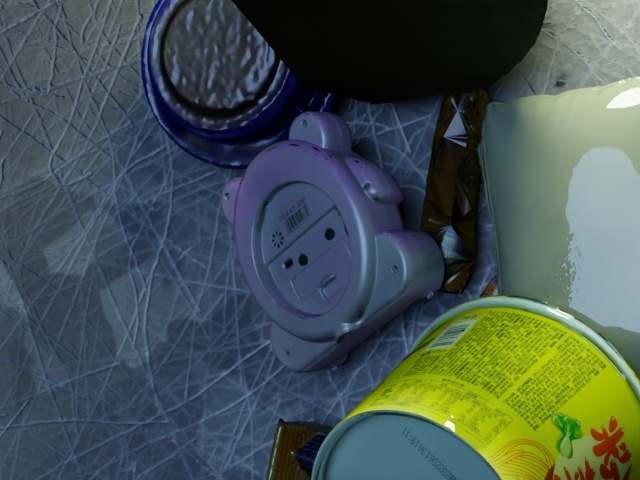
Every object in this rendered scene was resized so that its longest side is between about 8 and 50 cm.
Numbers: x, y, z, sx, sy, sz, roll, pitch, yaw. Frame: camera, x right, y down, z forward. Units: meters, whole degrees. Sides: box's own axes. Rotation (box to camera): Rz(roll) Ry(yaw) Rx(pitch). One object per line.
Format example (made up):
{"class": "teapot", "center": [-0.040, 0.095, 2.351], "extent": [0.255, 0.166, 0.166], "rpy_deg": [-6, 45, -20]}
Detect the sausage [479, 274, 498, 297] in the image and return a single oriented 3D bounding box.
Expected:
{"class": "sausage", "center": [0.174, 0.090, 1.398], "extent": [0.034, 0.034, 0.129], "rpy_deg": [37, 99, 23]}

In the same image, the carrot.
{"class": "carrot", "center": [0.148, -0.056, 1.415], "extent": [0.069, 0.069, 0.228], "rpy_deg": [5, 85, 24]}

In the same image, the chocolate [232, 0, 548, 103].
{"class": "chocolate", "center": [0.089, -0.344, 1.344], "extent": [0.326, 0.314, 0.297], "rpy_deg": [-10, 56, 28]}

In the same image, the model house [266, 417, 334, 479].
{"class": "model house", "center": [-0.009, 0.251, 1.423], "extent": [0.101, 0.100, 0.087], "rpy_deg": [12, 89, 24]}

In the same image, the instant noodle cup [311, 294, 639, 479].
{"class": "instant noodle cup", "center": [0.146, 0.231, 1.235], "extent": [0.311, 0.221, 0.311], "rpy_deg": [14, 114, 34]}

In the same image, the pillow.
{"class": "pillow", "center": [0.292, -0.002, 1.309], "extent": [0.255, 0.120, 0.322], "rpy_deg": [-9, 81, 24]}

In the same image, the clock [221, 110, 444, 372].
{"class": "clock", "center": [0.000, 0.000, 1.428], "extent": [0.227, 0.090, 0.248], "rpy_deg": [-40, 67, 34]}

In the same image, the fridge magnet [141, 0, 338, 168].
{"class": "fridge magnet", "center": [-0.097, -0.217, 1.510], "extent": [0.265, 0.113, 0.265], "rpy_deg": [0, 89, 23]}
